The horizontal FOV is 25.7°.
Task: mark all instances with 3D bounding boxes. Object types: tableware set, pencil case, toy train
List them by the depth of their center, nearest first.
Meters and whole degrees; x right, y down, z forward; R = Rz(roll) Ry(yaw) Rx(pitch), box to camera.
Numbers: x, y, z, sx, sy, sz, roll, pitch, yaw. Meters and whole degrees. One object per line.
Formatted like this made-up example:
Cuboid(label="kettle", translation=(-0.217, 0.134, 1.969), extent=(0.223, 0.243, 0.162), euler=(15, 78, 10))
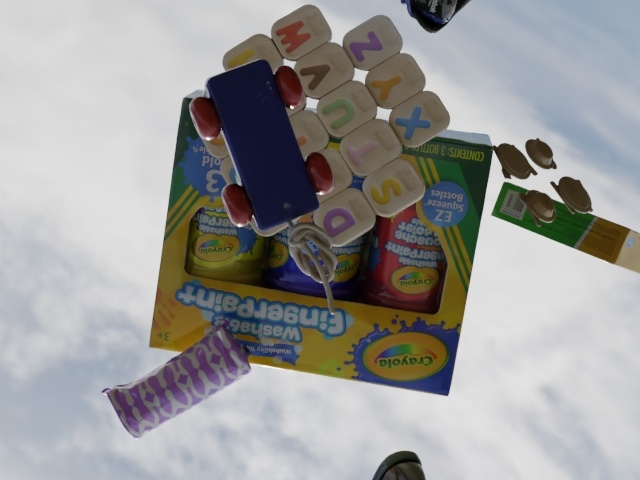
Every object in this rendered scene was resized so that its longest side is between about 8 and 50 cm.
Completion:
Cuboid(label="toy train", translation=(-0.049, -0.052, 1.365), extent=(0.105, 0.248, 0.143), euler=(-21, -168, -8))
Cuboid(label="pencil case", translation=(-0.194, 0.192, 1.942), extent=(0.088, 0.206, 0.086), euler=(57, 174, 14))
Cuboid(label="tableware set", translation=(0.323, -0.089, 2.041), extent=(0.169, 0.020, 0.141), euler=(-15, -111, -47))

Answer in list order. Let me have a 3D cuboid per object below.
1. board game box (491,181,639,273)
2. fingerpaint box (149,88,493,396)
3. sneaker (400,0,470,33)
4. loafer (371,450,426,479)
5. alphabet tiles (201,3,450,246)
Cuboid(label="board game box", translation=(0.469, -0.008, 2.406), extent=(0.242, 0.064, 0.316), euler=(24, -175, 34))
Cuboid(label="fingerpaint box", translation=(0.000, 0.000, 2.037), extent=(0.445, 0.371, 0.163), euler=(10, -168, 2))
Cuboid(label="sneaker", translation=(0.091, -0.345, 1.641), extent=(0.316, 0.127, 0.182), euler=(3, -131, -14))
Cuboid(label="loafer", translation=(0.101, 0.444, 2.148), extent=(0.096, 0.267, 0.084), euler=(-2, -144, -25))
Cuboid(label="alphabet tiles", translation=(0.003, -0.143, 1.715), extent=(0.284, 0.278, 0.021), euler=(60, -179, 9))
